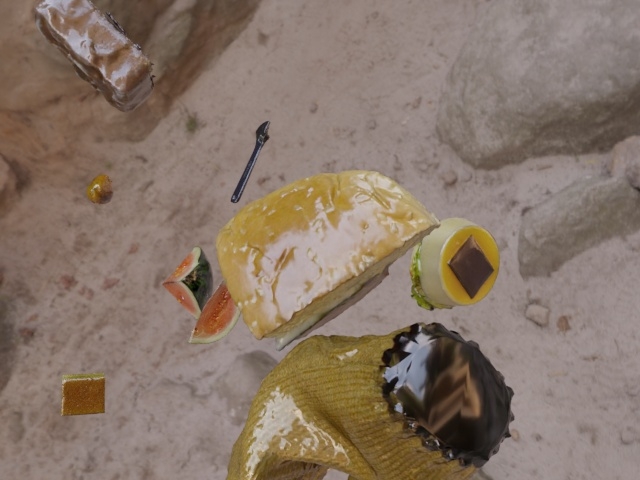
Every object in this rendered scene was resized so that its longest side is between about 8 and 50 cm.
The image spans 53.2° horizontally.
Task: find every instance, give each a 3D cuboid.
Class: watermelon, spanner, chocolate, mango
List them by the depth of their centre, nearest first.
[{"bbox_3d":[-0.376,-0.318,1.056,0.214,0.148,0.093,43,77,-5],"label":"chocolate"},{"bbox_3d":[-0.210,0.159,1.369,0.069,0.087,0.163,29,85,7],"label":"watermelon"},{"bbox_3d":[-0.154,-0.175,1.411,0.046,0.012,0.208,6,70,45],"label":"spanner"},{"bbox_3d":[-0.315,0.096,1.640,0.137,0.193,0.145,28,58,18],"label":"watermelon"},{"bbox_3d":[-0.596,-0.134,1.721,0.063,0.077,0.127,-11,16,-1],"label":"mango"}]

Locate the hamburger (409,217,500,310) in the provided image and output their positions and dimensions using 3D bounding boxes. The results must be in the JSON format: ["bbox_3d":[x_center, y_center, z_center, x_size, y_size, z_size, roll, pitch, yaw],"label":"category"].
[{"bbox_3d":[0.181,0.036,0.892,0.081,0.127,0.141,10,69,59],"label":"hamburger"}]

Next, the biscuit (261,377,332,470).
[{"bbox_3d":[-0.052,0.398,1.411,0.160,0.030,0.249,-27,56,22],"label":"biscuit"}]

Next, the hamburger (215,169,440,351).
[{"bbox_3d":[0.000,0.000,0.644,0.208,0.135,0.155,-33,83,31],"label":"hamburger"}]

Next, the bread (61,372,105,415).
[{"bbox_3d":[-0.537,0.350,1.449,0.035,0.095,0.090,-161,75,-67],"label":"bread"}]

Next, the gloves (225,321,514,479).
[{"bbox_3d":[0.030,0.190,0.638,0.356,0.203,0.155,-42,21,40],"label":"gloves"}]
